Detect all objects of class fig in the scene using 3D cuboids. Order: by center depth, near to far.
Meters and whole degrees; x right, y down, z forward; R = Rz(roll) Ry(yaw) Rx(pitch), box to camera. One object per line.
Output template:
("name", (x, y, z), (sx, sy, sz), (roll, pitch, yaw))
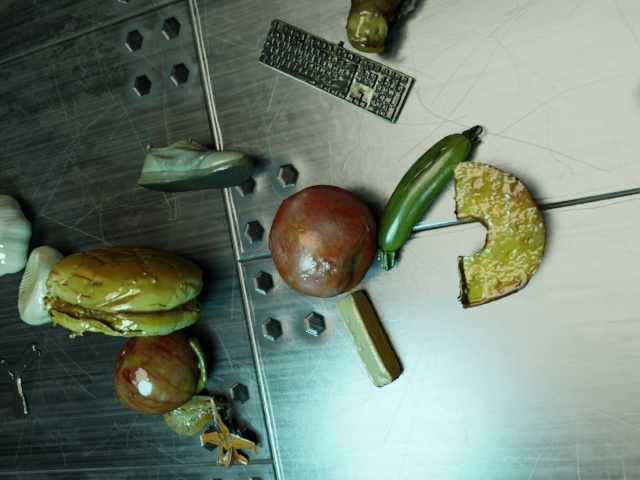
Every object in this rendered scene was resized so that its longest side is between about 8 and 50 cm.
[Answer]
("fig", (-0.336, 0.278, 1.550), (0.205, 0.205, 0.205), (2, 96, 23))

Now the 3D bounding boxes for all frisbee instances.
("frisbee", (-0.757, 0.316, 1.818), (0.187, 0.012, 0.211), (-46, 76, 20))

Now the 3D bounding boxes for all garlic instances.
("garlic", (-0.788, -0.009, 1.682), (0.199, 0.226, 0.199), (-2, 85, 23))

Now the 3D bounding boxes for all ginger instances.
("ginger", (0.150, -0.475, 1.304), (0.309, 0.107, 0.133), (-48, 62, 16))

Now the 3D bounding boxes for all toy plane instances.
("toy plane", (-0.202, 0.400, 1.553), (0.135, 0.062, 0.188), (1, 111, 24))

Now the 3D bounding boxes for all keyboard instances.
("keyboard", (0.023, -0.334, 1.414), (0.317, 0.027, 0.106), (28, 106, 19))

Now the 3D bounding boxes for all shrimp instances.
("shrimp", (-0.270, 0.375, 1.603), (0.184, 0.043, 0.091), (-25, 92, 30))

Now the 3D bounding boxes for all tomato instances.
("tomato", (0.000, 0.000, 1.359), (0.184, 0.208, 0.208), (29, 106, 27))

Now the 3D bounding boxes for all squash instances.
("squash", (0.180, -0.088, 1.344), (0.080, 0.071, 0.318), (37, 108, 13))

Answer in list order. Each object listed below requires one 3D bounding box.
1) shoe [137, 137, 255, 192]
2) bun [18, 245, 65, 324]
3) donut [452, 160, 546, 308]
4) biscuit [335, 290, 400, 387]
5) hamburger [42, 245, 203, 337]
("shoe", (-0.258, -0.161, 1.513), (0.274, 0.103, 0.098), (-3, 82, 22))
("bun", (-0.627, 0.105, 1.694), (0.183, 0.102, 0.183), (-25, 58, 48))
("donut", (0.312, -0.012, 1.272), (0.152, 0.101, 0.259), (-1, 99, 15))
("biscuit", (0.091, 0.192, 1.422), (0.056, 0.052, 0.188), (-29, 83, 39))
("hamburger", (-0.389, 0.104, 1.492), (0.318, 0.318, 0.158), (7, 101, 23))
